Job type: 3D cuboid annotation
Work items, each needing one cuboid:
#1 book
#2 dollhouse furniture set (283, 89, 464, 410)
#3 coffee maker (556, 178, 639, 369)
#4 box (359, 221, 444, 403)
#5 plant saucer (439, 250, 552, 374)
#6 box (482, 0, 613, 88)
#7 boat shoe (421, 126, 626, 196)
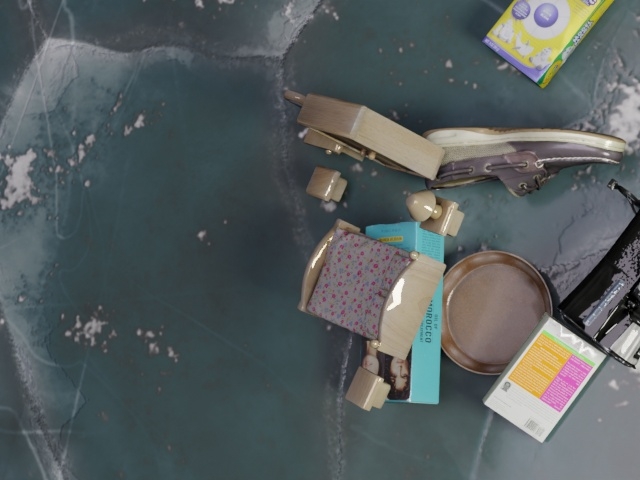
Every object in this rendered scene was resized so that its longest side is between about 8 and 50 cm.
[{"bbox_3d":[0.294,0.181,1.792,0.096,0.035,0.144,35,97,-5],"label":"book"},{"bbox_3d":[0.000,0.000,1.820,0.303,0.174,0.355,22,88,50],"label":"dollhouse furniture set"},{"bbox_3d":[0.391,0.048,1.753,0.178,0.120,0.171,-50,44,9],"label":"coffee maker"},{"bbox_3d":[0.110,0.100,1.868,0.101,0.060,0.244,-5,79,46],"label":"box"},{"bbox_3d":[0.235,0.098,1.849,0.169,0.029,0.168,-3,82,24],"label":"plant saucer"},{"bbox_3d":[0.318,-0.310,1.863,0.105,0.043,0.179,41,98,22],"label":"box"},{"bbox_3d":[0.267,-0.104,1.828,0.285,0.103,0.092,3,89,28],"label":"boat shoe"}]
